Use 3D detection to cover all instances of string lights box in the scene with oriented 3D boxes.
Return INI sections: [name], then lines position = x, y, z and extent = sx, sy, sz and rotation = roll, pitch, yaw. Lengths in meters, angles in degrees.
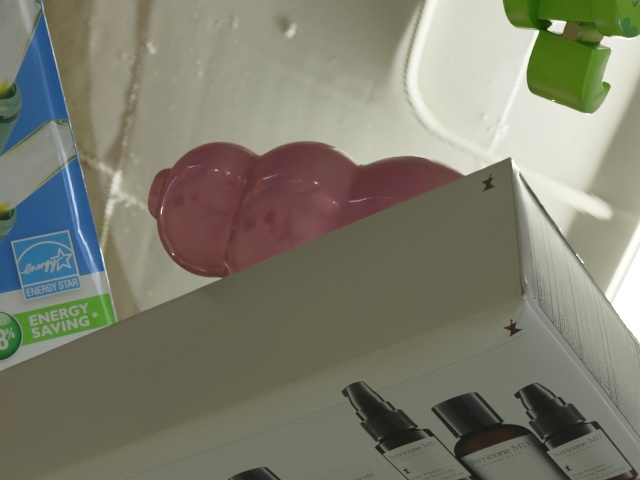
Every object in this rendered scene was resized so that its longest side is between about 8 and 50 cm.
[string lights box]
position = -0.183, -0.064, 0.520
extent = 0.077, 0.133, 0.260
rotation = -16, -93, 64

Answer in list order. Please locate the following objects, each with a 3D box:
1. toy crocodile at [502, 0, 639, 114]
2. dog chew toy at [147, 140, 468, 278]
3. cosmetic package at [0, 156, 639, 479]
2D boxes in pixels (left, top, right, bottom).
[toy crocodile]
position = 0.231, -0.276, 1.047
extent = 0.115, 0.105, 0.340
rotation = 12, -76, 39
[dog chew toy]
position = 0.000, 0.000, 1.164
extent = 0.332, 0.206, 0.206
rotation = 17, -58, 7
[cosmetic package]
position = -0.022, 0.066, 0.407
extent = 0.239, 0.060, 0.099
rotation = -23, -52, 24
